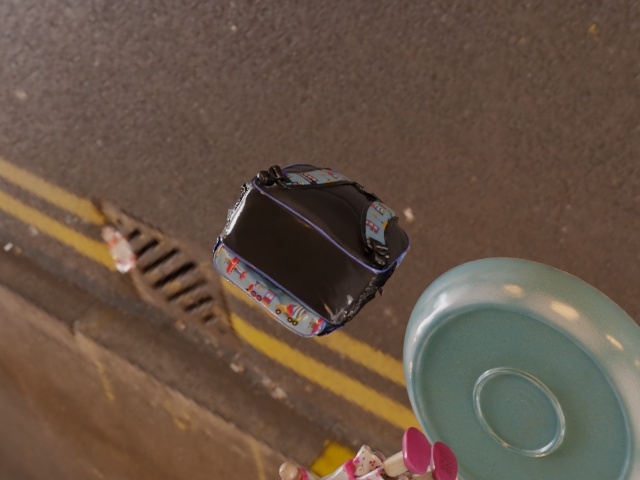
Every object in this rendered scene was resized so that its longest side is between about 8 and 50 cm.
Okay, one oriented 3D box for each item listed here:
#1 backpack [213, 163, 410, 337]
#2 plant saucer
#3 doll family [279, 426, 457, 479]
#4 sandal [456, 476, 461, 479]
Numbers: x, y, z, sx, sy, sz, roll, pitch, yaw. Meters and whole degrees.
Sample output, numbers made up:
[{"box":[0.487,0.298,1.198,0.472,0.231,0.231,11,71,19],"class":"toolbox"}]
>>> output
[{"box":[0.000,0.000,1.033,0.158,0.173,0.117,36,110,8],"class":"backpack"},{"box":[0.212,0.171,1.123,0.317,0.043,0.317,20,125,31],"class":"plant saucer"},{"box":[0.072,0.242,0.768,0.163,0.118,0.263,-34,131,30],"class":"doll family"},{"box":[0.226,0.342,1.352,0.088,0.079,0.240,23,-151,-37],"class":"sandal"}]
